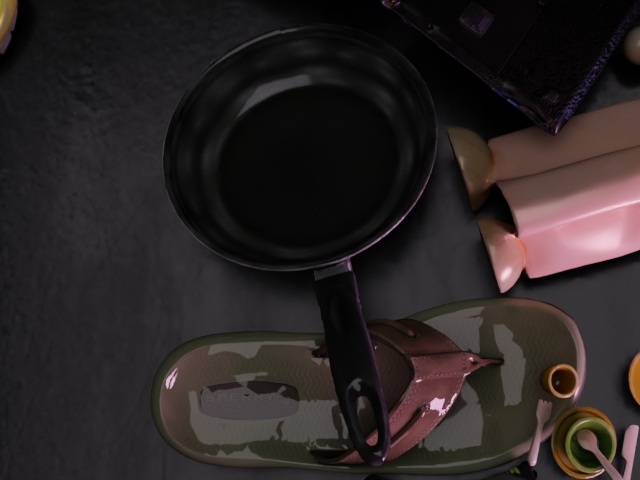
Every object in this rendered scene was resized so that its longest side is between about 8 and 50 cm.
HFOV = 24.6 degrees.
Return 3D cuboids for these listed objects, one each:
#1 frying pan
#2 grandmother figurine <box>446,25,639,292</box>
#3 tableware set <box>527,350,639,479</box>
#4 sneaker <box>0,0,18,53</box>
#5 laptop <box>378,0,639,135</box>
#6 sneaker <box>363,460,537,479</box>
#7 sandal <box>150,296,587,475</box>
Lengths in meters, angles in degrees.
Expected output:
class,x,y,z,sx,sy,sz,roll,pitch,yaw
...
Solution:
class,x,y,z,sx,sy,sz,roll,pitch,yaw
frying pan,0.023,-0.019,1.009,0.197,0.053,0.326,-36,63,-6
grandmother figurine,0.272,-0.059,1.007,0.342,0.104,0.208,-19,88,5
tableware set,0.217,0.118,0.992,0.154,0.024,0.104,15,81,-14
sneaker,-0.316,-0.138,1.075,0.208,0.094,0.081,-33,78,-2
laptop,0.102,-0.230,1.052,0.264,0.136,0.234,36,76,-7
sneaker,0.116,0.185,0.999,0.188,0.067,0.078,11,80,1
sandal,0.034,0.106,1.002,0.303,0.086,0.120,-7,81,-1
